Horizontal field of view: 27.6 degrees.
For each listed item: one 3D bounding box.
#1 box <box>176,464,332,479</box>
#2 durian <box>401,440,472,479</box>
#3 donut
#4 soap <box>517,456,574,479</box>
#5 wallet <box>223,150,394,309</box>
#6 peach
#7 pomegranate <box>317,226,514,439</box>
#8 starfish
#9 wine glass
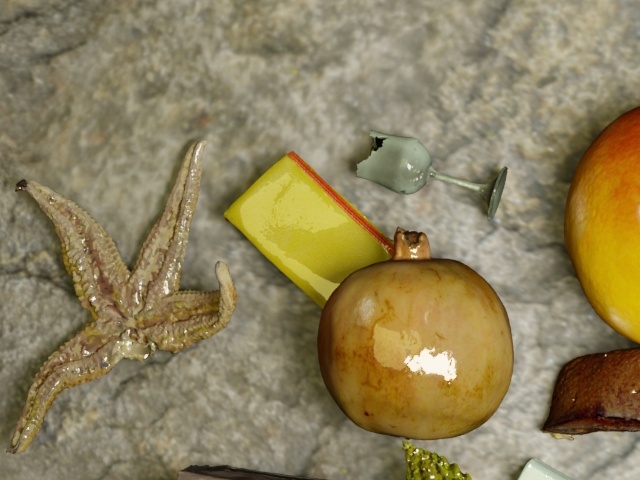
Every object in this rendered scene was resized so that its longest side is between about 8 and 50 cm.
[{"bbox_3d":[-0.052,0.380,1.692,0.252,0.188,0.153,5,84,16],"label":"box"},{"bbox_3d":[0.145,0.446,1.630,0.157,0.169,0.356,6,99,-10],"label":"durian"},{"bbox_3d":[0.408,0.187,1.618,0.295,0.151,0.112,-5,72,20],"label":"donut"},{"bbox_3d":[0.327,0.377,1.662,0.198,0.066,0.119,30,89,15],"label":"soap"},{"bbox_3d":[0.000,0.000,1.795,0.241,0.067,0.141,44,89,10],"label":"wallet"},{"bbox_3d":[0.433,-0.022,1.580,0.289,0.289,0.308,-16,85,11],"label":"peach"},{"bbox_3d":[0.120,0.118,1.658,0.252,0.229,0.270,3,86,6],"label":"pomegranate"},{"bbox_3d":[-0.280,0.070,1.817,0.398,0.132,0.384,-16,78,24],"label":"starfish"},{"bbox_3d":[0.148,-0.091,1.759,0.195,0.079,0.079,17,87,14],"label":"wine glass"}]
